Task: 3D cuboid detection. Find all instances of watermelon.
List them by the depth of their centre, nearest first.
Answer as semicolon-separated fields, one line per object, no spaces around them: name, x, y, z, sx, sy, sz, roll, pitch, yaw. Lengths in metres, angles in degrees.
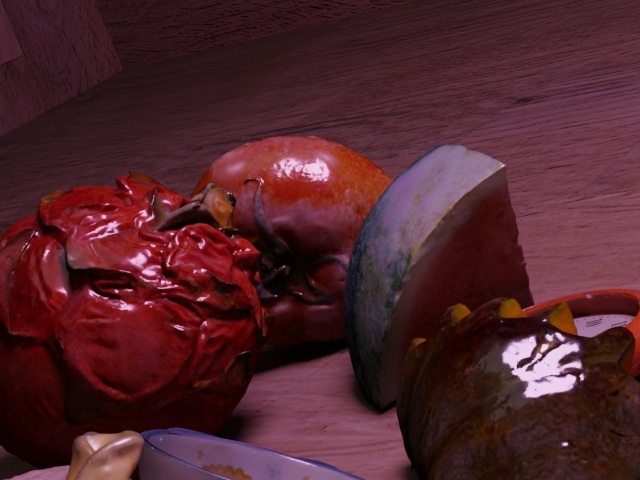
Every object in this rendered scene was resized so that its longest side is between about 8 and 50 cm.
watermelon;0.104;0.023;1.676;0.176;0.260;0.256;-3;36;16

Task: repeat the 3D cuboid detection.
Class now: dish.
dish;-0.031;0.208;1.337;0.228;0.086;0.236;15;2;-14

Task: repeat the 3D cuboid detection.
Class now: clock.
clock;0.192;0.097;1.522;0.205;0.051;0.205;-20;13;5

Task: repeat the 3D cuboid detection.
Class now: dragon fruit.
dragon fruit;-0.194;0.084;1.685;0.342;0.277;0.277;-44;3;28

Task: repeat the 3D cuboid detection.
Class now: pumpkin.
pumpkin;0.128;0.121;1.359;0.254;0.130;0.149;-8;11;35

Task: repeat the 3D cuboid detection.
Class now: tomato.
tomato;-0.026;0.017;1.812;0.237;0.236;0.095;-18;31;14

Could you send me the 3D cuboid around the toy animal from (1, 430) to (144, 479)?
toy animal;-0.192;0.253;1.233;0.226;0.188;0.358;-35;12;-23
